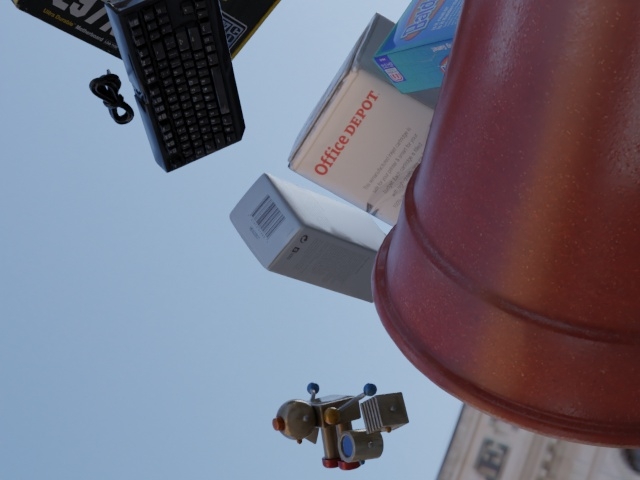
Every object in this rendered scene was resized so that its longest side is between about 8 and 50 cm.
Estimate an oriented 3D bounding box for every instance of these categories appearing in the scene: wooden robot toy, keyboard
[{"bbox_3d":[-0.001,0.164,1.058,0.079,0.173,0.076,-2,-94,-33],"label":"wooden robot toy"},{"bbox_3d":[-0.116,-0.116,0.913,0.108,0.023,0.180,-20,-35,-8],"label":"keyboard"}]

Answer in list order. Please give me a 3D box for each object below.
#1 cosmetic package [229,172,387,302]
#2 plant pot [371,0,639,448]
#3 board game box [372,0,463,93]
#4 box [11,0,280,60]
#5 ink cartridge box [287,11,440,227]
[{"bbox_3d":[0.000,0.000,1.617,0.085,0.117,0.231,-49,-39,16],"label":"cosmetic package"},{"bbox_3d":[0.179,-0.068,0.723,0.272,0.272,0.265,-24,-46,-35],"label":"plant pot"},{"bbox_3d":[0.157,-0.200,0.967,0.047,0.210,0.160,46,-117,-27],"label":"board game box"},{"bbox_3d":[-0.176,-0.328,1.406,0.257,0.079,0.322,-47,-33,14],"label":"box"},{"bbox_3d":[0.100,-0.089,1.152,0.218,0.158,0.092,28,-134,-8],"label":"ink cartridge box"}]
